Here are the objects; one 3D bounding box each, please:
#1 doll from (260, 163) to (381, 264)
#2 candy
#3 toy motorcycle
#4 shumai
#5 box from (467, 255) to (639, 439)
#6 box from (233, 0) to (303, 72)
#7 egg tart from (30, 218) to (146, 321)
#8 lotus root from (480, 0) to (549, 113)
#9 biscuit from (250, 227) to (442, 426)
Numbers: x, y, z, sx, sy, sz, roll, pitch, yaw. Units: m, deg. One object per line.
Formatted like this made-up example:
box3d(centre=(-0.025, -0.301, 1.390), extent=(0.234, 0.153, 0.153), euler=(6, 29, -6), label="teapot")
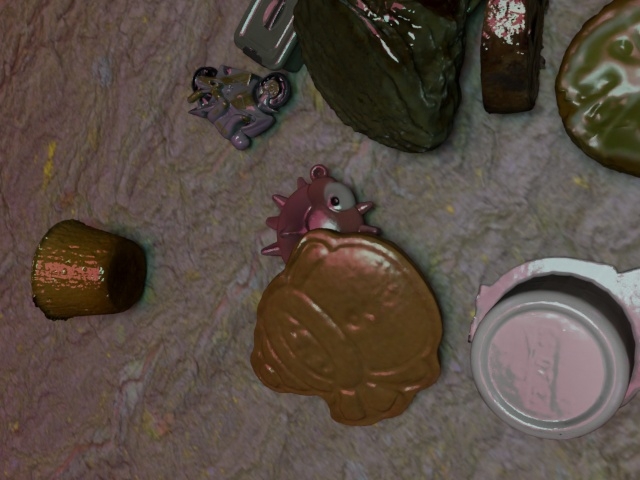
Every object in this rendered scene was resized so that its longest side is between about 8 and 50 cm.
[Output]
box3d(centre=(0.000, 0.000, 0.960), extent=(0.211, 0.093, 0.262), euler=(7, 92, 17), label="doll")
box3d(centre=(0.447, -0.209, 0.732), extent=(0.260, 0.118, 0.260), euler=(-1, 87, 28), label="candy")
box3d(centre=(-0.161, -0.251, 1.054), extent=(0.225, 0.073, 0.152), euler=(13, 98, 25), label="toy motorcycle")
box3d(centre=(0.148, -0.325, 0.854), extent=(0.288, 0.292, 0.330), euler=(-36, 79, -16), label="shumai")
box3d(centre=(0.332, 0.143, 0.735), extent=(0.291, 0.206, 0.262), euler=(-34, 76, 24), label="box")
box3d(centre=(-0.060, -0.391, 0.994), extent=(0.124, 0.093, 0.172), euler=(40, 107, 20), label="box")
box3d(centre=(-0.473, 0.065, 1.137), extent=(0.170, 0.215, 0.215), euler=(5, 92, 15), label="egg tart")
box3d(centre=(0.281, -0.315, 0.794), extent=(0.074, 0.170, 0.261), euler=(9, 98, 29), label="lotus root")
box3d(centre=(0.038, 0.157, 0.912), extent=(0.312, 0.057, 0.351), euler=(40, 114, 4), label="biscuit")
